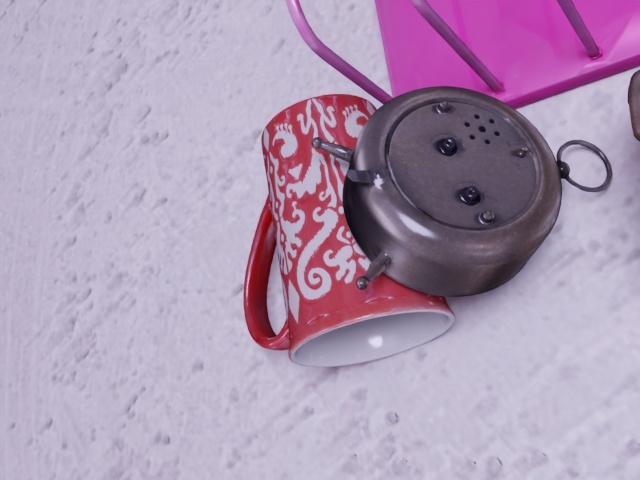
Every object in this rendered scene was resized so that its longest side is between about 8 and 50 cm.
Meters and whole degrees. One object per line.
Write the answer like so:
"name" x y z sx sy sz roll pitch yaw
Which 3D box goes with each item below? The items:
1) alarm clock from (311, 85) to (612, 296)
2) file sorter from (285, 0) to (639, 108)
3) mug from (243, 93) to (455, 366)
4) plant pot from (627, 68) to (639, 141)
"alarm clock" 0.100 -0.038 0.481 0.192 0.064 0.129 -9 63 -17
"file sorter" 0.132 -0.220 0.471 0.291 0.182 0.202 -17 72 27
"mug" 0.000 -0.004 0.546 0.150 0.113 0.169 -16 68 7
"plant pot" 0.259 -0.056 0.386 0.165 0.167 0.167 -19 71 36
